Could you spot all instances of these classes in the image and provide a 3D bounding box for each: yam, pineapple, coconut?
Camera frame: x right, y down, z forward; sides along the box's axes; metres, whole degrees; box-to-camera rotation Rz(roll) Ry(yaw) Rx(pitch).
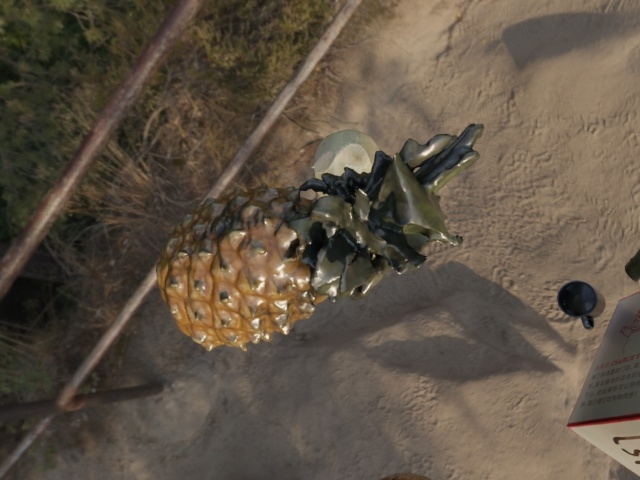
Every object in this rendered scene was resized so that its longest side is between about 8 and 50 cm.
[{"bbox_3d":[0.674,0.046,1.062,0.043,0.094,0.043,2,53,-2],"label":"yam"},{"bbox_3d":[0.000,0.000,0.469,0.341,0.169,0.169,-20,73,32],"label":"pineapple"},{"bbox_3d":[0.057,-0.156,1.129,0.161,0.161,0.162,-13,43,30],"label":"coconut"}]

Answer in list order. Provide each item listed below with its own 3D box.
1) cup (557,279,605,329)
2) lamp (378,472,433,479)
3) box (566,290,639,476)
[{"bbox_3d":[0.553,0.139,1.060,0.078,0.077,0.100,-22,62,39],"label":"cup"},{"bbox_3d":[0.095,0.321,0.539,0.137,0.136,0.136,-5,81,31],"label":"lamp"},{"bbox_3d":[0.645,0.245,0.791,0.300,0.314,0.312,34,65,7],"label":"box"}]
